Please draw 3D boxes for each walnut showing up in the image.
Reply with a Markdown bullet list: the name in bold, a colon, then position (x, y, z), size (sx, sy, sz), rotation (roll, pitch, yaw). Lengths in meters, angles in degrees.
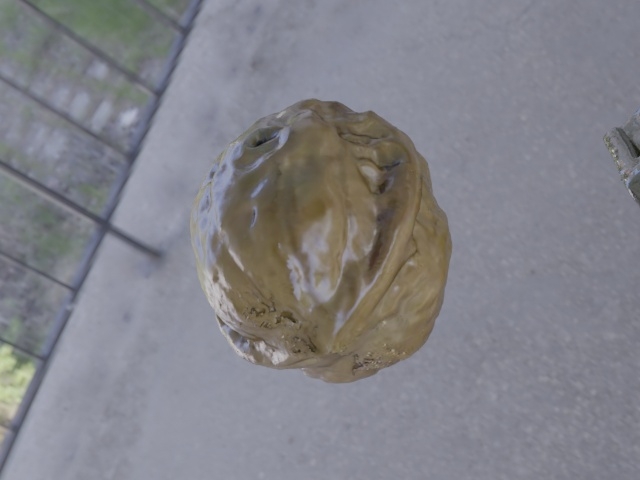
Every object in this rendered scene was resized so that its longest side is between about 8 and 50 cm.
- **walnut**: position (0.000, 0.000, 0.982), size (0.198, 0.198, 0.245), rotation (-37, 30, 22)

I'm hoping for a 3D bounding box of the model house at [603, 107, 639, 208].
- **model house**: position (0.333, -0.093, 1.141), size (0.188, 0.122, 0.229), rotation (-56, 10, 21)
